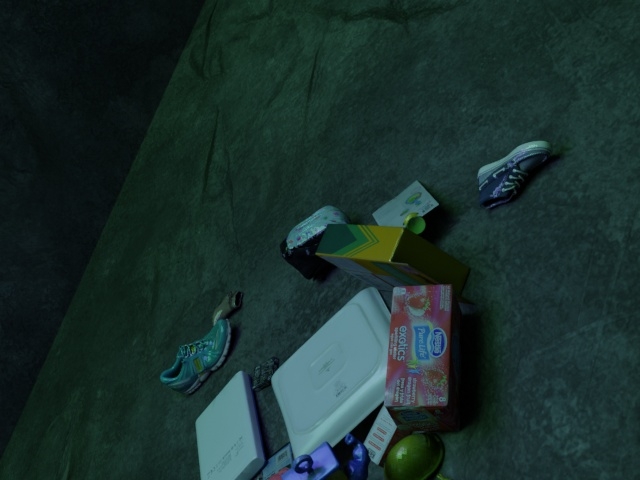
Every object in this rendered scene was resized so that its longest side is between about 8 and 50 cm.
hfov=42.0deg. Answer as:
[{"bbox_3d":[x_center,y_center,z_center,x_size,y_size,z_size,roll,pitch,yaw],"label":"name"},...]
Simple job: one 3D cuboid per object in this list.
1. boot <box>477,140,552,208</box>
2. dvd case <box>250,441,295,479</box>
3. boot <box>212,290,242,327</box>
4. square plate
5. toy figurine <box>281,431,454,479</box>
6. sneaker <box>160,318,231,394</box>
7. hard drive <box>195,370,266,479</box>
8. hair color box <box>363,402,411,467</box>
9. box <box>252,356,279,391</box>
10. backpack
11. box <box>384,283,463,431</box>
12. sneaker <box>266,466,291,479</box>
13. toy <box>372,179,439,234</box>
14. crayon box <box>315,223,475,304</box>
[{"bbox_3d":[0.400,-0.131,1.712,0.190,0.069,0.086,-31,47,51],"label":"boot"},{"bbox_3d":[-0.109,0.603,1.870,0.180,0.022,0.253,-43,35,27],"label":"dvd case"},{"bbox_3d":[-0.269,0.199,2.427,0.087,0.042,0.118,-23,47,42],"label":"boot"},{"bbox_3d":[0.031,0.286,1.833,0.347,0.049,0.344,-44,27,9],"label":"square plate"},{"bbox_3d":[0.045,0.446,1.496,0.363,0.217,0.191,-37,31,3],"label":"toy figurine"},{"bbox_3d":[-0.348,0.329,2.366,0.275,0.110,0.107,-50,32,15],"label":"sneaker"},{"bbox_3d":[-0.231,0.503,2.091,0.210,0.040,0.318,-50,28,17],"label":"hard drive"},{"bbox_3d":[0.142,0.380,1.669,0.072,0.043,0.141,20,80,59],"label":"hair color box"},{"bbox_3d":[-0.142,0.344,2.139,0.083,0.018,0.067,-34,39,36],"label":"box"},{"bbox_3d":[0.000,0.000,2.106,0.182,0.152,0.115,-37,45,14],"label":"backpack"},{"bbox_3d":[0.201,0.224,1.594,0.123,0.128,0.256,-4,55,19],"label":"box"},{"bbox_3d":[-0.055,0.526,1.738,0.314,0.116,0.136,-27,40,28],"label":"sneaker"},{"bbox_3d":[0.202,-0.057,1.918,0.137,0.056,0.237,-37,13,6],"label":"toy"},{"bbox_3d":[0.164,0.045,1.764,0.323,0.203,0.083,6,70,57],"label":"crayon box"}]
